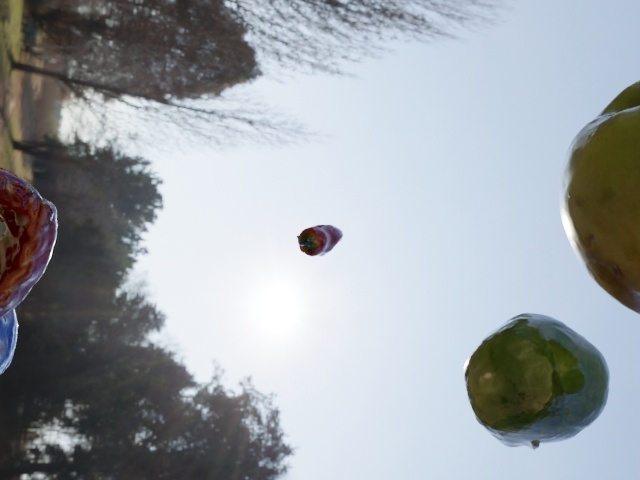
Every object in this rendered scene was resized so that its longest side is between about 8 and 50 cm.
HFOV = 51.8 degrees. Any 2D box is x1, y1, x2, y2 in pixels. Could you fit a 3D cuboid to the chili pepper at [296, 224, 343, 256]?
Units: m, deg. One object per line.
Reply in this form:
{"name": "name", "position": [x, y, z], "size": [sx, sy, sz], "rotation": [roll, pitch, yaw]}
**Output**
{"name": "chili pepper", "position": [0.000, 0.001, 1.108], "size": [0.059, 0.191, 0.050], "rotation": [-37, -100, 20]}

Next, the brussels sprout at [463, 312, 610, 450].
{"name": "brussels sprout", "position": [0.347, 0.234, 1.081], "size": [0.244, 0.244, 0.244], "rotation": [-172, -90, -68]}

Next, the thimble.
{"name": "thimble", "position": [-0.402, 0.003, 0.743], "size": [0.125, 0.163, 0.189], "rotation": [10, -115, 57]}

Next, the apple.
{"name": "apple", "position": [0.468, -0.069, 0.831], "size": [0.338, 0.305, 0.338], "rotation": [-45, -172, 8]}

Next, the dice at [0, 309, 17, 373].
{"name": "dice", "position": [-0.563, 0.140, 1.012], "size": [0.146, 0.143, 0.146], "rotation": [70, 12, -59]}
